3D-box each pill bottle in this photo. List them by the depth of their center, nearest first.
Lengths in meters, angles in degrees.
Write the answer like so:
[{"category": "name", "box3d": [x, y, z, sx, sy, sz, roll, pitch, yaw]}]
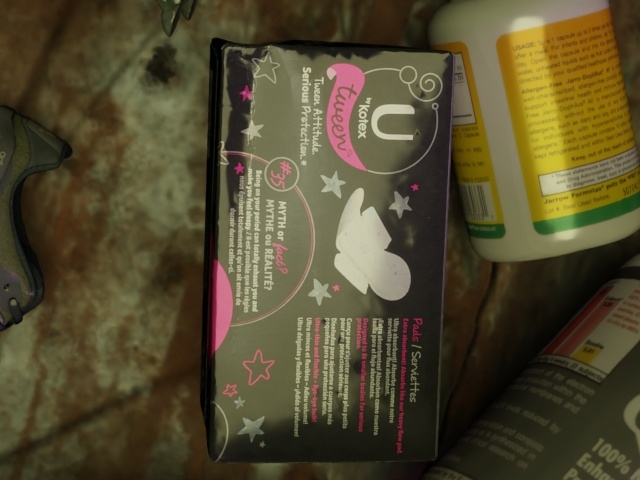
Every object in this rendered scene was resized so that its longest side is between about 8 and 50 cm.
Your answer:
[{"category": "pill bottle", "box3d": [0.214, 0.134, 0.953, 0.363, 0.210, 0.210, -45, 98, -14]}, {"category": "pill bottle", "box3d": [0.133, -0.100, 0.993, 0.117, 0.117, 0.208, -13, 99, -1]}]

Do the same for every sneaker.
[{"category": "sneaker", "box3d": [-0.243, 0.047, 1.003, 0.121, 0.111, 0.300, 14, 99, -9]}]

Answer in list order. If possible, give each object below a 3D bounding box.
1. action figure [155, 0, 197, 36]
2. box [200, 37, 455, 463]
[{"category": "action figure", "box3d": [-0.188, -0.192, 0.976, 0.232, 0.137, 0.063, 21, 109, 3]}, {"category": "box", "box3d": [0.000, 0.000, 0.978, 0.142, 0.163, 0.247, 2, 98, -7]}]
